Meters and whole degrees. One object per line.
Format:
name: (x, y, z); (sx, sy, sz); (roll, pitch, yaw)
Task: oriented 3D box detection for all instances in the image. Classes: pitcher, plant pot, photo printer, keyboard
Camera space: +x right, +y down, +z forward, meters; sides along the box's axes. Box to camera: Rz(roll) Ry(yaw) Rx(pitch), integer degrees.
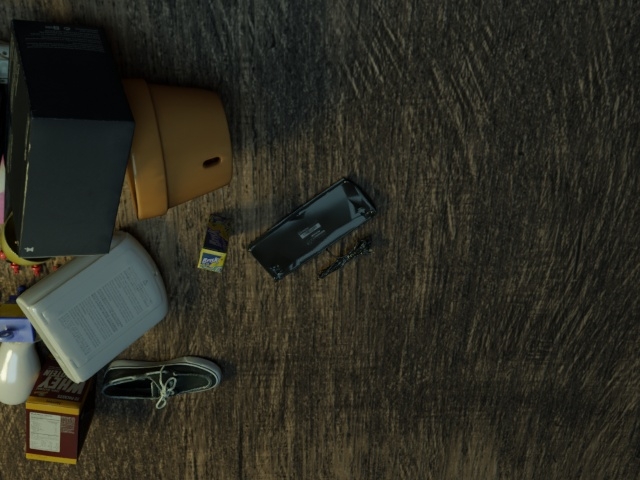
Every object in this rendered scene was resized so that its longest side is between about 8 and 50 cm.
pitcher: (-0.797, 0.301, 1.890); (0.178, 0.125, 0.207); (23, 115, 16)
plant pot: (-0.685, 0.005, 1.721); (0.134, 0.134, 0.095); (40, 136, -22)
photo printer: (-0.510, 0.143, 1.729); (0.307, 0.107, 0.256); (-41, 125, -29)
plant pot: (-0.304, -0.200, 1.541); (0.204, 0.291, 0.290); (-11, 121, -17)
keyboard: (0.000, 0.000, 1.793); (0.317, 0.033, 0.201); (-34, 109, 17)

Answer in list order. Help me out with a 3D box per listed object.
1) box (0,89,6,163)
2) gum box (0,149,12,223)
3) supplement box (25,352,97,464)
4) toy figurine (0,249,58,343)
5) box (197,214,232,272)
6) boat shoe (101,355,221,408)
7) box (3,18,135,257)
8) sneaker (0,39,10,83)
box: (-0.737, -0.229, 1.488); (0.167, 0.168, 0.203); (7, 163, -15)
gum box: (-0.755, -0.131, 1.663); (0.107, 0.062, 0.188); (11, 119, -8)
supplement box: (-0.668, 0.434, 1.919); (0.129, 0.191, 0.194); (9, 119, -6)
toy figurine: (-0.744, 0.153, 1.740); (0.363, 0.217, 0.191); (2, 120, -5)
box: (-0.242, 0.005, 1.704); (0.059, 0.169, 0.054); (13, 118, -9)
boat shoe: (-0.417, 0.373, 1.945); (0.307, 0.105, 0.113); (5, 120, -5)
box: (-0.502, -0.192, 1.440); (0.179, 0.312, 0.343); (-2, 137, -28)
sneaker: (-0.611, -0.347, 1.513); (0.290, 0.123, 0.105); (9, 117, -9)
